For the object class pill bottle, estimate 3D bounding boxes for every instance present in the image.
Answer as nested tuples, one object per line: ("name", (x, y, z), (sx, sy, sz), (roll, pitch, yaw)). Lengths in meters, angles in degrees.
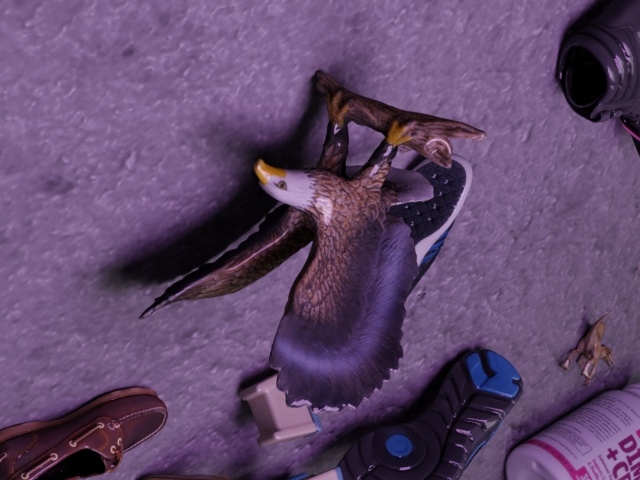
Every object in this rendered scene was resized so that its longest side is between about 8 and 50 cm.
("pill bottle", (0.441, 0.331, 2.099), (0.283, 0.160, 0.160), (-26, 139, -28))

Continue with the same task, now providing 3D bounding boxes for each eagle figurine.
("eagle figurine", (-0.009, -0.005, 1.279), (0.225, 0.226, 0.298), (26, 86, -17))

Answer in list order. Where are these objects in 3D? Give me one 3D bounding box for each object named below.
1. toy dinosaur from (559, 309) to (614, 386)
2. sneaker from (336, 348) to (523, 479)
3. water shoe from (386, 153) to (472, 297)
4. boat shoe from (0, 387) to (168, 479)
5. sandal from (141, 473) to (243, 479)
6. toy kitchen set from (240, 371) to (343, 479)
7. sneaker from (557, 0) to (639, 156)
("toy dinosaur", (0.399, 0.158, 2.001), (0.093, 0.053, 0.183), (-56, 154, -14))
("sneaker", (0.135, 0.284, 1.742), (0.340, 0.125, 0.140), (-33, 155, -34))
("water shoe", (0.110, -0.016, 1.521), (0.203, 0.073, 0.080), (-59, 165, 22))
("boat shoe", (-0.236, 0.210, 1.358), (0.207, 0.073, 0.073), (-18, 134, -36))
("sandal", (-0.118, 0.293, 1.506), (0.049, 0.180, 0.072), (-38, 135, -77))
("toy kitchen set", (-0.049, 0.247, 1.598), (0.122, 0.166, 0.207), (-16, 170, -36))
("sneaker", (0.355, -0.166, 1.595), (0.147, 0.104, 0.296), (-34, 137, -15))
